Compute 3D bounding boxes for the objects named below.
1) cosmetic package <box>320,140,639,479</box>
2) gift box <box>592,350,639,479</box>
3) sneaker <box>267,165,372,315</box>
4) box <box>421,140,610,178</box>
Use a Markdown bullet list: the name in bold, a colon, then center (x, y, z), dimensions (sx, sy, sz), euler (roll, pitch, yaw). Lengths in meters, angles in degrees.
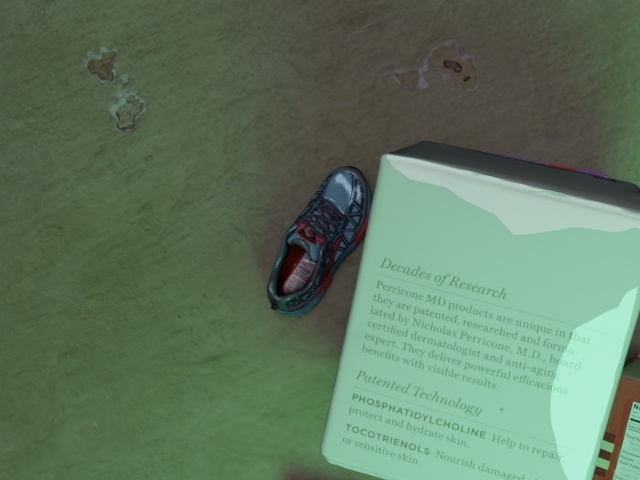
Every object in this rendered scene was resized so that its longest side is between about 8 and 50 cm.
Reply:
- **cosmetic package**: center (0.226, 0.097, 1.160), dimensions (0.327, 0.329, 0.394), euler (14, 103, 13)
- **gift box**: center (0.480, 0.305, 1.153), dimensions (0.255, 0.258, 0.276), euler (20, 101, 28)
- **sneaker**: center (0.000, 0.000, 1.369), dimensions (0.104, 0.125, 0.262), euler (25, 87, 13)
- **box**: center (0.278, -0.028, 1.355), dimensions (0.293, 0.057, 0.201), euler (12, 86, 12)
